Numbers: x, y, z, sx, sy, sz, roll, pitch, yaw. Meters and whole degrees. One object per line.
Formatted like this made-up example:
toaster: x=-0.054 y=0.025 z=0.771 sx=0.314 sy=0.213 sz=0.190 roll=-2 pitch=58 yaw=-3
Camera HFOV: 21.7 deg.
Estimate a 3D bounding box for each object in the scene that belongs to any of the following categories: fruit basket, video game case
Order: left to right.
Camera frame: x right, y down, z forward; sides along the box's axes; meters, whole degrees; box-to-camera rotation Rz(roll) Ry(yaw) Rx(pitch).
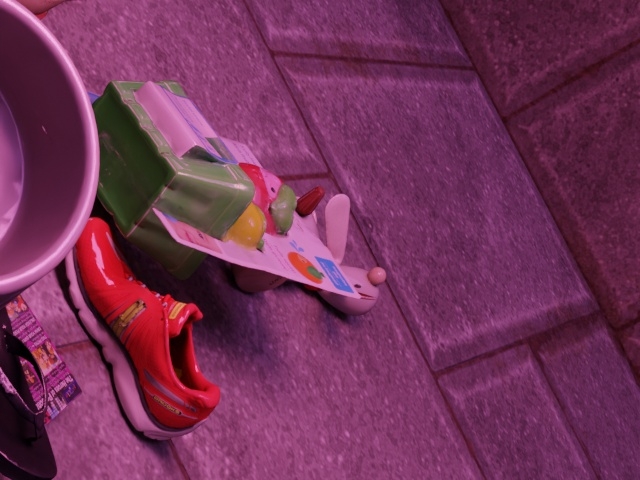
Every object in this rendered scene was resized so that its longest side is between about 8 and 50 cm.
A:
video game case: x=-0.355 y=0.117 z=1.676 sx=0.210 sy=0.042 sz=0.232 roll=57 pitch=24 yaw=-6
fruit basket: x=-0.128 y=-0.073 z=2.085 sx=0.353 sy=0.165 sz=0.327 roll=11 pitch=32 yaw=-46

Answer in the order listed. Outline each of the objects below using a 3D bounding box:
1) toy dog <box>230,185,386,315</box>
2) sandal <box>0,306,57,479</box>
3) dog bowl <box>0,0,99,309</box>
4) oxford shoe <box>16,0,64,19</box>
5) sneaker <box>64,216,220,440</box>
toy dog: x=0.000 y=0.000 z=2.357 sx=0.334 sy=0.161 sz=0.220 roll=2 pitch=61 yaw=-62
sandal: x=-0.315 y=0.120 z=1.631 sx=0.097 sy=0.054 sz=0.254 roll=7 pitch=58 yaw=-61
dog bowl: x=-0.358 y=-0.090 z=1.562 sx=0.349 sy=0.102 sz=0.348 roll=12 pitch=72 yaw=-40
oxford shoe: x=-0.340 y=-0.373 z=2.155 sx=0.123 sy=0.130 sz=0.348 roll=56 pitch=24 yaw=-8
sneaker: x=-0.196 y=0.089 z=1.925 sx=0.279 sy=0.118 sz=0.107 roll=63 pitch=23 yaw=6
